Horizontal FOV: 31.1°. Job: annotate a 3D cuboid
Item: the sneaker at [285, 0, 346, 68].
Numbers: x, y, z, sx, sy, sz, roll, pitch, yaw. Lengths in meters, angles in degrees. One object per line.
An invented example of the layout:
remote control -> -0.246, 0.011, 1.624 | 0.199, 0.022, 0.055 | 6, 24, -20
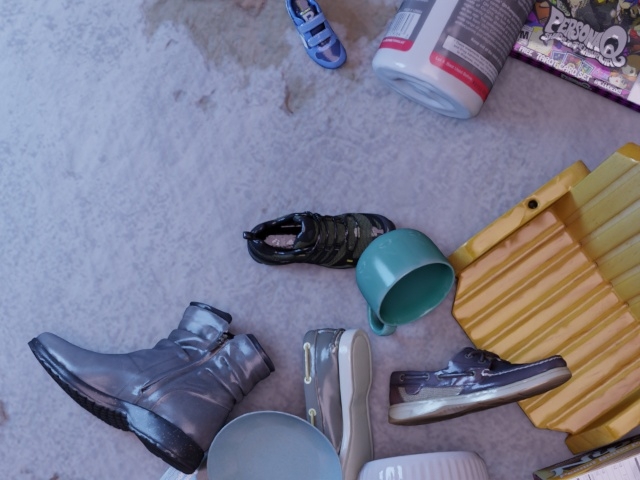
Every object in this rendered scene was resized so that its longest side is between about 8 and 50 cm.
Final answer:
sneaker -> -0.011, -0.326, 1.765 | 0.053, 0.059, 0.144 | -34, 84, -2

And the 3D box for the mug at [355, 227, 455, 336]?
mug -> 0.106, 0.055, 1.681 | 0.158, 0.129, 0.097 | -40, 54, 9

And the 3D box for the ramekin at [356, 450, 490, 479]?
ramekin -> 0.146, 0.360, 1.613 | 0.207, 0.207, 0.109 | -6, 73, 3

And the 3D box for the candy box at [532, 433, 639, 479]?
candy box -> 0.466, 0.316, 1.601 | 0.316, 0.183, 0.087 | -21, 82, 1

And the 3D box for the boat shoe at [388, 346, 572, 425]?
boat shoe -> 0.215, 0.196, 1.636 | 0.285, 0.103, 0.092 | -21, 72, 33

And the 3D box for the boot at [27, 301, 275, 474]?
boot -> -0.249, 0.177, 1.710 | 0.338, 0.118, 0.222 | 30, 69, 18

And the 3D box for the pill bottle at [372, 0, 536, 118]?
pill bottle -> 0.221, -0.355, 1.693 | 0.176, 0.176, 0.318 | 27, 87, 6

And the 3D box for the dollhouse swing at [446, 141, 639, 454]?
dollhouse swing -> 0.375, 0.086, 1.573 | 0.315, 0.305, 0.347 | -36, 84, -1

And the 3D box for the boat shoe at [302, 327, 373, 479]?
boat shoe -> 0.019, 0.278, 1.678 | 0.091, 0.109, 0.305 | 1, 91, 25

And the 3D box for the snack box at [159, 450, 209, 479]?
snack box -> -0.192, 0.446, 1.693 | 0.187, 0.060, 0.322 | 38, 87, 6

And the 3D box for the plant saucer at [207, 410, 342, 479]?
plant saucer -> -0.062, 0.321, 1.623 | 0.195, 0.037, 0.195 | 3, 109, 10

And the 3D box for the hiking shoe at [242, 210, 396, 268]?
hiking shoe -> 0.000, 0.000, 1.701 | 0.227, 0.114, 0.086 | -7, 84, 3

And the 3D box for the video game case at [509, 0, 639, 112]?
video game case -> 0.428, -0.334, 1.744 | 0.232, 0.042, 0.210 | 26, 85, 6
